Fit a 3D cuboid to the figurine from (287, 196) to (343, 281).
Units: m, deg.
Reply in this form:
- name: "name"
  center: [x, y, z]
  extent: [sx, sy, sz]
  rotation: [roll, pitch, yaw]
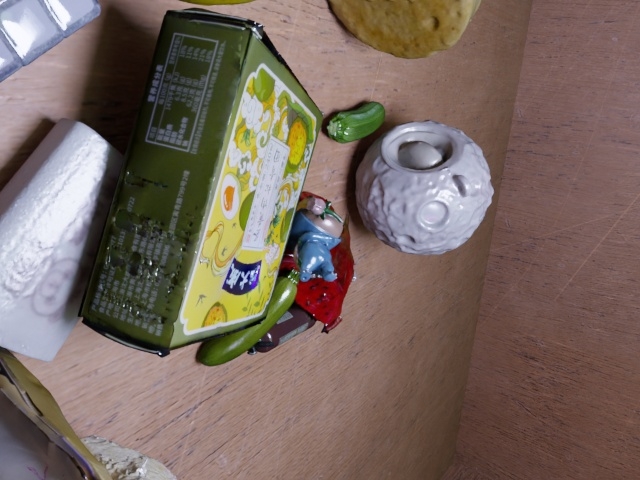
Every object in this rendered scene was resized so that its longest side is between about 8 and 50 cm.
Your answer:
- name: "figurine"
  center: [-0.002, -0.004, 0.958]
  extent: [0.114, 0.178, 0.144]
  rotation: [19, 125, -22]

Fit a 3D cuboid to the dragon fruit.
- name: "dragon fruit"
  center: [-0.002, 0.015, 1.142]
  extent: [0.343, 0.100, 0.282]
  rotation: [44, 50, -41]

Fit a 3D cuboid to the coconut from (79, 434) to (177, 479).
- name: "coconut"
  center: [-0.310, 0.451, 0.729]
  extent: [0.297, 0.297, 0.254]
  rotation: [-50, 137, -33]

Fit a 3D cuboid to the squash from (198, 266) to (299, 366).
- name: "squash"
  center: [-0.130, 0.157, 1.016]
  extent: [0.258, 0.069, 0.069]
  rotation: [-42, 141, -8]

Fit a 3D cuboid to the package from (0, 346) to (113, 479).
- name: "package"
  center: [-0.331, 0.253, 0.577]
  extent: [0.165, 0.311, 0.221]
  rotation: [-57, 143, -20]

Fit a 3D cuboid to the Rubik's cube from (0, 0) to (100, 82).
- name: "Rubik's cube"
  center: [-0.366, -0.226, 0.384]
  extent: [0.237, 0.237, 0.238]
  rotation: [-55, 144, -29]

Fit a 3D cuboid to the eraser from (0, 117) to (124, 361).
- name: "eraser"
  center: [-0.339, 0.003, 0.661]
  extent: [0.270, 0.095, 0.174]
  rotation: [-63, 150, -20]

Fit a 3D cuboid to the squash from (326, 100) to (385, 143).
- name: "squash"
  center: [0.085, -0.276, 1.213]
  extent: [0.219, 0.068, 0.077]
  rotation: [-31, 140, -48]

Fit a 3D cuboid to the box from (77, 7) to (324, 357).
- name: "box"
  center: [-0.144, -0.067, 0.791]
  extent: [0.373, 0.138, 0.420]
  rotation: [12, 94, -78]

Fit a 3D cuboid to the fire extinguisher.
- name: "fire extinguisher"
  center: [-0.090, 0.194, 1.126]
  extent: [0.231, 0.099, 0.071]
  rotation: [-19, 102, -54]

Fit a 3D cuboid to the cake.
- name: "cake"
  center: [0.198, -0.578, 1.020]
  extent: [0.321, 0.332, 0.332]
  rotation: [-62, 146, -20]

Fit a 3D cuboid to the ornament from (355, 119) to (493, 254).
- name: "ornament"
  center: [0.253, -0.120, 1.296]
  extent: [0.337, 0.337, 0.337]
  rotation: [-30, 128, -48]

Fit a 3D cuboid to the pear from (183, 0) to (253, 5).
- name: "pear"
  center: [-0.130, -0.435, 0.538]
  extent: [0.418, 0.362, 0.362]
  rotation: [-31, 130, -33]
